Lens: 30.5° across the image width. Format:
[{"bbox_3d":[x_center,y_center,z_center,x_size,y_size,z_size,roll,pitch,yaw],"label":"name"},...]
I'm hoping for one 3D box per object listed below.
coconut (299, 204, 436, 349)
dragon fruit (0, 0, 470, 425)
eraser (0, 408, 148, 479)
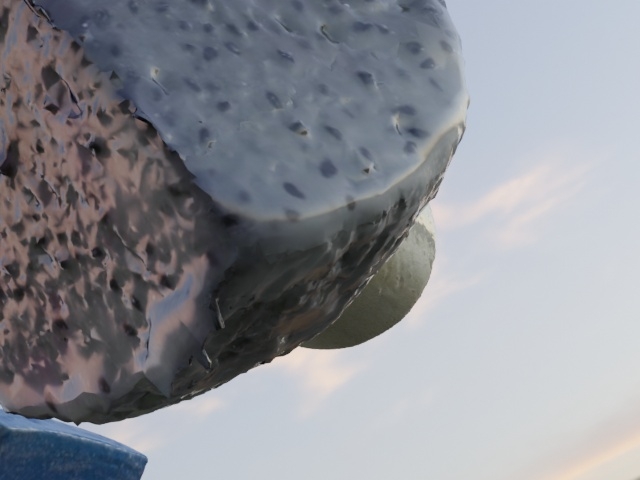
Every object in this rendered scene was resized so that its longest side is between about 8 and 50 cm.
[{"bbox_3d":[0.000,0.000,1.274,0.237,0.237,0.266,-32,-26,17],"label":"coconut"},{"bbox_3d":[-0.080,-0.063,0.534,0.204,0.283,0.221,-23,-24,-45],"label":"dragon fruit"},{"bbox_3d":[-0.220,0.249,0.685,0.144,0.043,0.312,32,-98,-57],"label":"eraser"}]
